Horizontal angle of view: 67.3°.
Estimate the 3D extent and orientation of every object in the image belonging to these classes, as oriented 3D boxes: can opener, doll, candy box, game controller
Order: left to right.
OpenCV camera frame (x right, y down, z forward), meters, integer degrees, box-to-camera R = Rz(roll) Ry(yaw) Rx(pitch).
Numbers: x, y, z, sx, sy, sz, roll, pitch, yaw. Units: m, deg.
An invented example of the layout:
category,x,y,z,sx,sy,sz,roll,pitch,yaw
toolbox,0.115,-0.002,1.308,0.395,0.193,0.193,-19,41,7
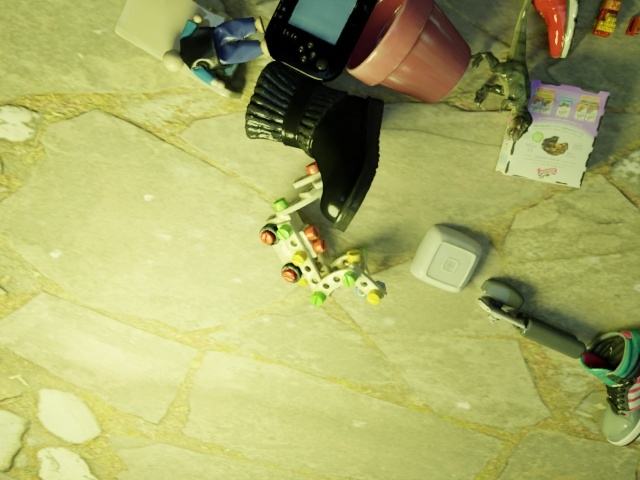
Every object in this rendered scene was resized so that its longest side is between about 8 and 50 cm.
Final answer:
category,x,y,z,sx,sy,sz,roll,pitch,yaw
doll,-0.188,-0.333,0.848,0.189,0.046,0.129,-12,105,4
game controller,0.021,-0.466,0.917,0.166,0.067,0.319,26,90,-8
can opener,0.495,0.189,1.125,0.280,0.074,0.093,28,105,-7
candy box,0.479,-0.222,1.004,0.164,0.070,0.196,10,106,-1

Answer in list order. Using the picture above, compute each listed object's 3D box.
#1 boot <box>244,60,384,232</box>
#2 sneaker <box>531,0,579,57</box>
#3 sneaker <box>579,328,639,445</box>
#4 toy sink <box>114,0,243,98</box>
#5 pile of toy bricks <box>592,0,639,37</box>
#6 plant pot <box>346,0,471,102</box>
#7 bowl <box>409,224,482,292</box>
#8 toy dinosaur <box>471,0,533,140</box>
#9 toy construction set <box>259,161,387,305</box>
category,x,y,z,sx,sy,sz,roll,pitch,yaw
boot,-0.026,-0.186,0.923,0.260,0.348,0.131,17,140,-7
sneaker,0.427,-0.490,0.926,0.118,0.107,0.279,-7,110,28
sneaker,0.692,0.336,1.134,0.178,0.124,0.296,16,99,-8
toy sink,-0.240,-0.393,0.935,0.234,0.153,0.131,30,105,-6
pile of toy bricks,0.607,-0.494,0.900,0.118,0.105,0.212,12,107,-2
plant pot,0.177,-0.365,0.920,0.180,0.201,0.201,26,106,-22
bowl,0.292,0.048,1.102,0.142,0.053,0.142,22,105,-6
toy dinosaur,0.363,-0.330,0.958,0.118,0.064,0.268,3,98,40
toy construction set,0.000,0.000,1.045,0.215,0.151,0.328,-15,99,32
